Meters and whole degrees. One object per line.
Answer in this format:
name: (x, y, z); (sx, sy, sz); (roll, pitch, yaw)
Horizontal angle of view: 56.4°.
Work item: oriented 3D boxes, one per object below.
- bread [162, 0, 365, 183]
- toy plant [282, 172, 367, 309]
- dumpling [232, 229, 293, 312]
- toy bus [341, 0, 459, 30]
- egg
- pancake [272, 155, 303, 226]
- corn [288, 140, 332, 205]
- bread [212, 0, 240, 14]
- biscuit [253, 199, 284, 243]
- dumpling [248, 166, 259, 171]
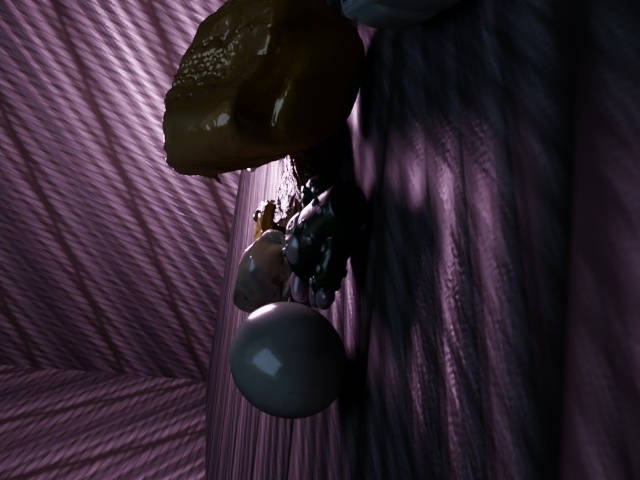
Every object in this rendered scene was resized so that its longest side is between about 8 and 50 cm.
bread: (-0.097, -0.283, 1.153); (0.394, 0.250, 0.360); (2, 69, 48)
toy plant: (0.000, -0.004, 1.019); (0.243, 0.113, 0.232); (-177, 100, -71)
dumpling: (-0.131, 0.086, 1.489); (0.132, 0.162, 0.250); (-29, -31, -61)
toy bus: (0.106, -0.355, 0.739); (0.271, 0.133, 0.164); (-124, 39, -74)
egg: (-0.050, 0.193, 0.964); (0.264, 0.183, 0.182); (-176, 94, -70)
pancake: (-0.071, -0.158, 1.540); (0.282, 0.049, 0.282); (-172, 90, -76)
corn: (-0.024, -0.174, 1.267); (0.319, 0.097, 0.097); (-99, 22, -46)
bread: (-0.200, -0.569, 1.746); (0.183, 0.236, 0.388); (-65, -10, -3)
biscuit: (-0.167, -0.012, 1.821); (0.335, 0.078, 0.329); (-104, 23, -59)
dumpling: (-0.196, -0.397, 2.002); (0.242, 0.187, 0.317); (-57, -28, -49)
